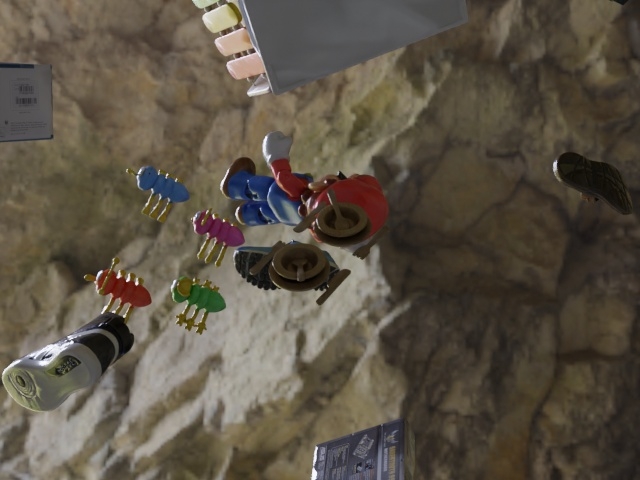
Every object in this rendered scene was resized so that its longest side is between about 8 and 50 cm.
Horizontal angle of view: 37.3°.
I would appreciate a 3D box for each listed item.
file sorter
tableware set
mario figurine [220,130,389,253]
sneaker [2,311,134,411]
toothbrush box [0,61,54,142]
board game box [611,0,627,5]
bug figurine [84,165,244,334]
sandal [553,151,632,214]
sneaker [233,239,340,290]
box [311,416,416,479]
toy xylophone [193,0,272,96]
[{"bbox_3d":[0.021,-0.353,1.252,0.277,0.173,0.193,-22,-55,-6],"label":"file sorter"},{"bbox_3d":[0.000,0.000,1.359,0.128,0.194,0.039,23,-42,27],"label":"tableware set"},{"bbox_3d":[-0.008,-0.079,1.630,0.320,0.170,0.198,11,-6,41],"label":"mario figurine"},{"bbox_3d":[-0.323,0.158,1.263,0.217,0.079,0.121,-20,14,42],"label":"sneaker"},{"bbox_3d":[-0.606,-0.224,1.505,0.295,0.126,0.216,7,11,31],"label":"toothbrush box"},{"bbox_3d":[0.290,-0.300,0.837,0.126,0.026,0.186,10,-42,-34],"label":"board game box"},{"bbox_3d":[-0.231,0.012,1.478,0.216,0.279,0.072,23,-29,-15],"label":"bug figurine"},{"bbox_3d":[0.508,-0.104,1.790,0.219,0.090,0.060,15,-25,-32],"label":"sandal"},{"bbox_3d":[-0.053,0.034,1.431,0.162,0.073,0.063,9,-57,-16],"label":"sneaker"},{"bbox_3d":[0.073,0.421,1.637,0.183,0.231,0.056,-20,-65,15],"label":"box"},{"bbox_3d":[-0.175,-0.417,1.787,0.081,0.323,0.236,-39,11,-18],"label":"toy xylophone"}]
